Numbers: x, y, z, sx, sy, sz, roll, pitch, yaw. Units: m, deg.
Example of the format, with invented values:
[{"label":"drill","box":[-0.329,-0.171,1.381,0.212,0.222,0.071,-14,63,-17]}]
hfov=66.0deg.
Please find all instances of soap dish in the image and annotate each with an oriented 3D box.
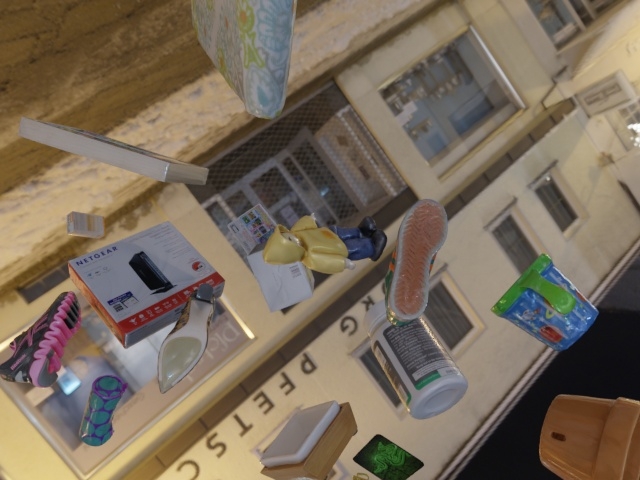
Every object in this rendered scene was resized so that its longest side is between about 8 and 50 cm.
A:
[{"label":"soap dish","box":[-0.034,0.600,1.449,0.229,0.118,0.291,-44,-178,-39]}]

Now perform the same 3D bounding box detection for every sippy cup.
[{"label":"sippy cup","box":[0.663,0.193,1.441,0.306,0.224,0.240,-22,150,-52]}]

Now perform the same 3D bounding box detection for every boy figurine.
[{"label":"boy figurine","box":[0.000,0.000,1.073,0.285,0.177,0.092,-2,133,-34]}]

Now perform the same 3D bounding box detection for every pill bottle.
[{"label":"pill bottle","box":[0.289,0.364,1.581,0.204,0.204,0.361,-36,-133,6]}]

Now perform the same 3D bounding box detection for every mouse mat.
[{"label":"mouse mat","box":[0.187,0.625,1.390,0.007,0.153,0.189,-52,171,-50]}]

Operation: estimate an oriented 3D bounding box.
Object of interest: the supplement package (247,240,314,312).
[{"label":"supplement package","box":[-0.121,0.094,1.592,0.149,0.194,0.203,-20,-171,4]}]

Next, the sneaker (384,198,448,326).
[{"label":"sneaker","box":[0.202,0.049,1.111,0.121,0.108,0.302,112,0,-66]}]

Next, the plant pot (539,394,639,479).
[{"label":"plant pot","box":[0.718,0.537,1.301,0.204,0.290,0.291,10,-141,43]}]

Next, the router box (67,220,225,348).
[{"label":"router box","box":[-0.512,0.117,1.468,0.335,0.301,0.082,-30,153,-40]}]

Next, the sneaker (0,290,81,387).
[{"label":"sneaker","box":[-0.293,0.099,0.516,0.057,0.047,0.119,-2,-141,0]}]

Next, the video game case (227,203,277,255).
[{"label":"video game case","box":[-0.232,-0.039,1.740,0.143,0.157,0.019,-35,152,-9]}]

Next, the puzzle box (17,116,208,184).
[{"label":"puzzle box","box":[-0.540,-0.236,1.330,0.272,0.409,0.052,-37,144,-80]}]

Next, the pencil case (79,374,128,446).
[{"label":"pencil case","box":[-0.461,0.360,1.043,0.151,0.070,0.064,-67,-155,23]}]

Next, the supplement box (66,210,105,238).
[{"label":"supplement box","box":[-0.688,-0.045,1.445,0.036,0.062,0.098,-23,159,32]}]

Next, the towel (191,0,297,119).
[{"label":"towel","box":[-0.122,-0.409,0.737,0.090,0.374,0.320,-12,133,-21]}]

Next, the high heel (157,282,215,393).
[{"label":"high heel","box":[-0.316,0.234,1.175,0.186,0.093,0.261,139,-27,-70]}]

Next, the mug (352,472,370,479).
[{"label":"mug","box":[0.129,0.762,1.522,0.078,0.064,0.062,89,9,-50]}]
